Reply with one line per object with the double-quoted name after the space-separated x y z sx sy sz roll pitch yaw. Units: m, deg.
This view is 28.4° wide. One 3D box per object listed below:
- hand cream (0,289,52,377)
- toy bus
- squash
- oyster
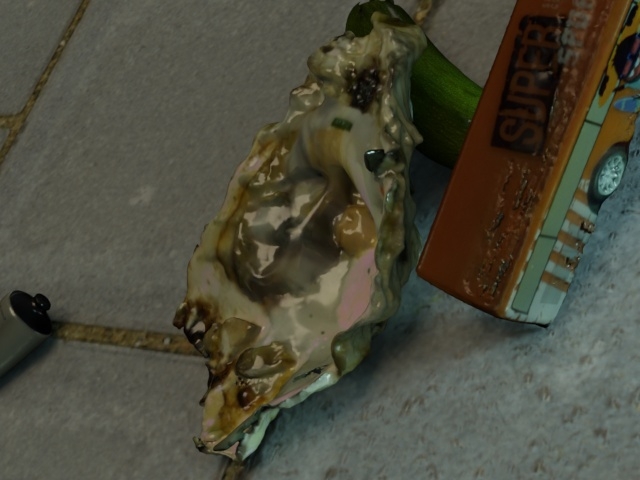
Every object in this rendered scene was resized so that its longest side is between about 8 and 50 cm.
-0.318 0.112 1.169 0.186 0.054 0.087 -40 38 14 "hand cream"
0.182 -0.142 0.840 0.093 0.092 0.408 27 102 38 "toy bus"
0.084 -0.124 1.029 0.318 0.080 0.071 54 132 48 "squash"
0.004 0.002 0.967 0.201 0.107 0.354 42 108 50 "oyster"
